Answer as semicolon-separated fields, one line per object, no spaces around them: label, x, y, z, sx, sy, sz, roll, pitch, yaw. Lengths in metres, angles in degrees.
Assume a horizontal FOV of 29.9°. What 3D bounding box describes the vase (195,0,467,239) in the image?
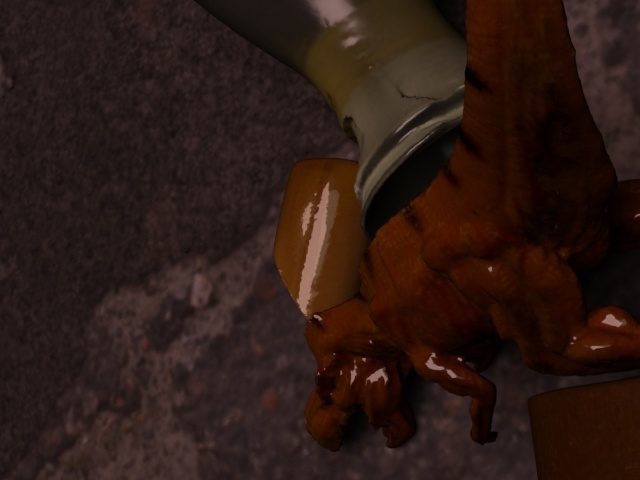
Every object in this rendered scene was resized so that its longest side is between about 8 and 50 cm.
vase;-0.007;-0.159;0.662;0.173;0.173;0.321;-42;70;23

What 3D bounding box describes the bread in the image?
bread;-0.001;0.001;0.694;0.062;0.049;0.103;13;89;35

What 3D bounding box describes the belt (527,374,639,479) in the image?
belt;0.245;0.083;0.406;0.339;0.217;0.122;-9;78;18

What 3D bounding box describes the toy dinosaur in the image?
toy dinosaur;0.109;-0.005;0.534;0.432;0.208;0.097;110;177;-49
